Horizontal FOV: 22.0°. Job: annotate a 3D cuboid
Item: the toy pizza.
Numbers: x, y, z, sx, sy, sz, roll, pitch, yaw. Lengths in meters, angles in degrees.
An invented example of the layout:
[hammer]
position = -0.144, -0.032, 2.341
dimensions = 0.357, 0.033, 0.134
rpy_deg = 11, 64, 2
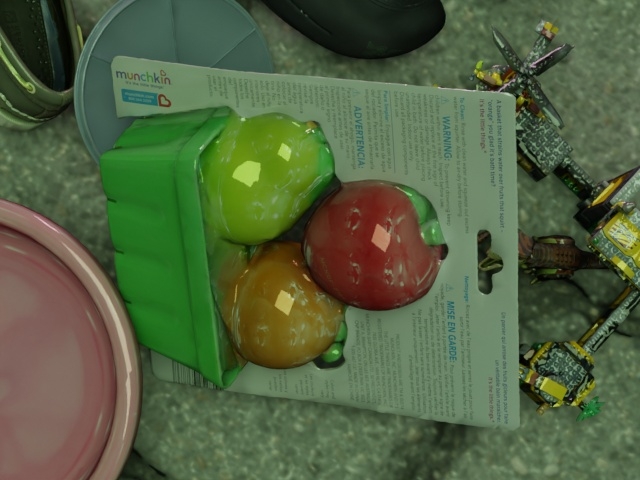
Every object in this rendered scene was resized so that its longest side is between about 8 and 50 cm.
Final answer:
[toy pizza]
position = -0.133, -0.136, 1.503
dimensions = 0.201, 0.032, 0.201
rpy_deg = -6, 102, -29

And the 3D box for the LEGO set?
[LEGO set]
position = 0.191, -0.009, 1.461
dimensions = 0.255, 0.192, 0.331
rpy_deg = -38, 88, -5

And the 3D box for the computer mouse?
[computer mouse]
position = -0.017, -0.231, 1.488
dimensions = 0.272, 0.188, 0.072
rpy_deg = 26, 66, -11

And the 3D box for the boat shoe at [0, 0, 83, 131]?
[boat shoe]
position = -0.286, -0.255, 1.488
dimensions = 0.109, 0.091, 0.305
rpy_deg = -16, 90, -39

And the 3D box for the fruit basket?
[fruit basket]
position = 0.000, 0.000, 1.407
dimensions = 0.353, 0.165, 0.327
rpy_deg = 3, 121, 15

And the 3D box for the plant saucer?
[plant saucer]
position = -0.313, 0.124, 1.457
dimensions = 0.332, 0.084, 0.332
rpy_deg = 0, 91, 8
